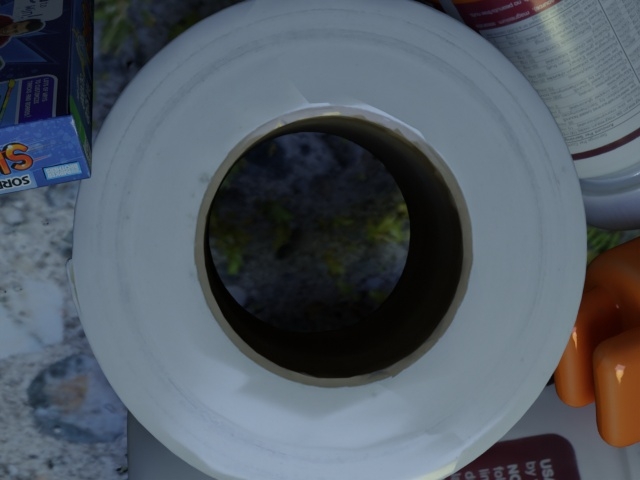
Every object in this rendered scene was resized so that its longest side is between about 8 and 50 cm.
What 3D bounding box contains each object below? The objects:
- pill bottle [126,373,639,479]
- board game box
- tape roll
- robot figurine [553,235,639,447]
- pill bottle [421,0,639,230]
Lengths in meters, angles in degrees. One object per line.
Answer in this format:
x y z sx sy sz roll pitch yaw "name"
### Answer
0.078 0.178 0.794 0.392 0.224 0.224 -8 128 -4 "pill bottle"
-0.180 -0.087 0.560 0.136 0.201 0.035 -11 128 -2 "board game box"
0.000 0.000 0.613 0.246 0.169 0.246 0 93 -5 "tape roll"
0.244 0.042 0.679 0.219 0.158 0.128 -23 85 -15 "robot figurine"
0.143 -0.113 0.650 0.121 0.121 0.221 -31 127 13 "pill bottle"
